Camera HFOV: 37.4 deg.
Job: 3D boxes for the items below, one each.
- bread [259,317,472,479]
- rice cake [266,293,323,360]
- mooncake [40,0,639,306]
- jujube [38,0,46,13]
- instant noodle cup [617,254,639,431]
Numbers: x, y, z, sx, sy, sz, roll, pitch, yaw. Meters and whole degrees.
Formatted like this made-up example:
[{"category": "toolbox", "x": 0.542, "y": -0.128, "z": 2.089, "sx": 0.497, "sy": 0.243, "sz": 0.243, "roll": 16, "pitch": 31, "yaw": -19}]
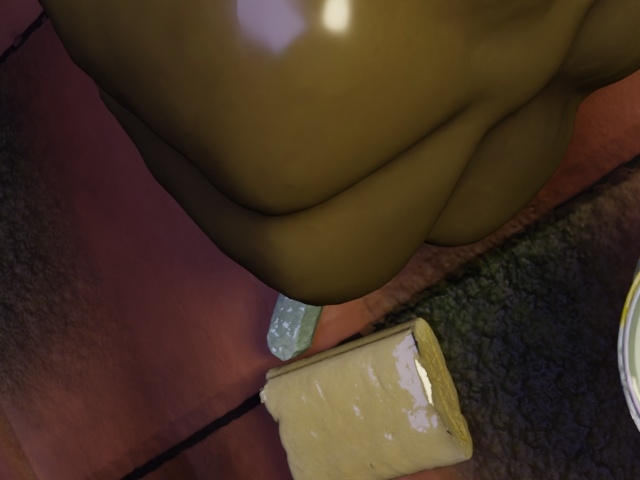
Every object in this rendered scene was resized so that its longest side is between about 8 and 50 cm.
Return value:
[{"category": "bread", "x": 0.040, "y": 0.159, "z": 0.876, "sx": 0.178, "sy": 0.060, "sz": 0.139, "roll": -25, "pitch": 82, "yaw": 28}, {"category": "rice cake", "x": 0.000, "y": 0.000, "z": 0.895, "sx": 0.042, "sy": 0.045, "sz": 0.245, "roll": 24, "pitch": 105, "yaw": 25}, {"category": "mooncake", "x": 0.059, "y": -0.183, "z": 0.629, "sx": 0.262, "sy": 0.467, "sz": 0.467, "roll": 48, "pitch": 114, "yaw": 21}, {"category": "jujube", "x": -0.223, "y": -0.248, "z": 0.967, "sx": 0.176, "sy": 0.109, "sz": 0.112, "roll": 57, "pitch": 150, "yaw": 11}, {"category": "instant noodle cup", "x": 0.320, "y": 0.065, "z": 0.636, "sx": 0.264, "sy": 0.200, "sz": 0.264, "roll": 3, "pitch": 96, "yaw": 30}]
